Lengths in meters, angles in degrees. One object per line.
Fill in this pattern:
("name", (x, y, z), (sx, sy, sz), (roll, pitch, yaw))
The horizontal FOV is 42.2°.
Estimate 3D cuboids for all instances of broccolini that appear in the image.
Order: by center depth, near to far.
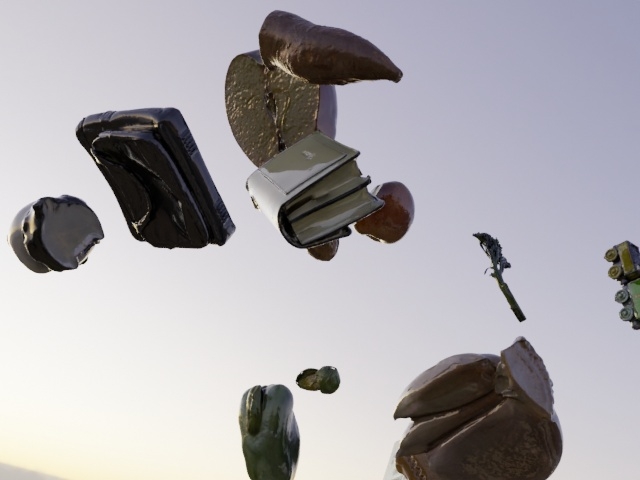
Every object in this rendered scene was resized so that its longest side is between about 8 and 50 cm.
("broccolini", (0.456, 0.099, 2.049), (0.123, 0.271, 0.062), (19, -50, -37))

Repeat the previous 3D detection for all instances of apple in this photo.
("apple", (-0.104, -0.367, 2.236), (0.295, 0.364, 0.329), (-13, -9, -6))
("apple", (0.181, -0.081, 2.306), (0.160, 0.173, 0.195), (17, -4, -10))

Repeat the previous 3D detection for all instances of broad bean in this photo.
("broad bean", (-0.096, 0.386, 1.617), (0.100, 0.169, 0.227), (-11, -70, 27))

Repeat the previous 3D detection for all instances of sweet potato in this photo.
("sweet potato", (0.015, -0.372, 1.687), (0.337, 0.131, 0.131), (27, -11, 32))

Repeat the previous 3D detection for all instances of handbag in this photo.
("handbag", (-0.293, -0.101, 1.457), (0.244, 0.088, 0.275), (3, -48, 37))
("handbag", (-0.028, -0.114, 1.920), (0.160, 0.237, 0.358), (65, -7, -20))

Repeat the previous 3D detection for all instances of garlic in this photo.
("garlic", (0.289, 0.319, 1.455), (0.279, 0.132, 0.325), (47, -53, 4))

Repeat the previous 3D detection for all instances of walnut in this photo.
("walnut", (0.000, 0.000, 2.255), (0.105, 0.124, 0.105), (-21, -9, -4))

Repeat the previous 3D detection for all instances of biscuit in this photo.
("biscuit", (0.284, 0.461, 1.737), (0.249, 0.035, 0.184), (-10, 28, -13))

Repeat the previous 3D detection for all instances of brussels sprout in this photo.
("brussels sprout", (0.000, 0.225, 1.349), (0.051, 0.046, 0.083), (18, -12, -35))

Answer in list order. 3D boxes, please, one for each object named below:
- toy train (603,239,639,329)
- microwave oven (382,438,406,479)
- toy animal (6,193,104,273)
("toy train", (0.655, 0.090, 1.738), (0.060, 0.202, 0.081), (25, -42, -33))
("microwave oven", (0.234, 0.591, 1.943), (0.145, 0.240, 0.194), (30, -33, -11))
("toy animal", (-0.695, -0.012, 2.177), (0.213, 0.212, 0.267), (25, -18, -27))
